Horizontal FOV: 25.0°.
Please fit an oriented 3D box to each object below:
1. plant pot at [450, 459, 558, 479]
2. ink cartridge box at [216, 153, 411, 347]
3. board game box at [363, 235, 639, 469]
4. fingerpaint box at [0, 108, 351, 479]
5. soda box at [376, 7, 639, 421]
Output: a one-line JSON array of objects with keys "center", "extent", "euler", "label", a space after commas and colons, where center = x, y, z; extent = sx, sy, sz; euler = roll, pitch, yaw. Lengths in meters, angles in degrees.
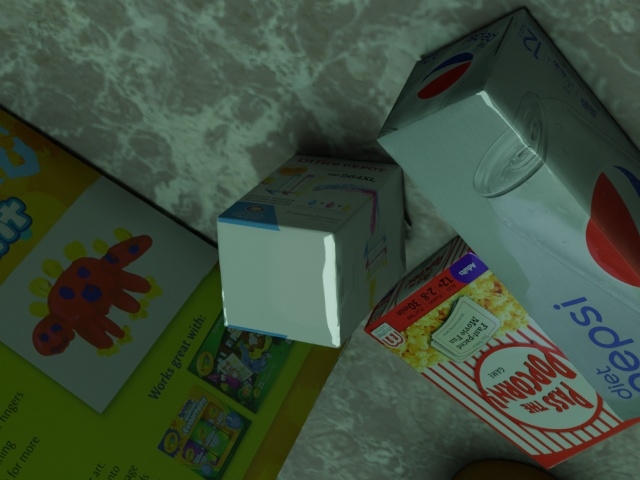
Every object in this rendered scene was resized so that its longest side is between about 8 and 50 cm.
[{"center": [0.142, 0.297, 1.223], "extent": [0.205, 0.188, 0.205], "euler": [15, 137, 15], "label": "plant pot"}, {"center": [0.000, 0.000, 1.044], "extent": [0.092, 0.143, 0.089], "euler": [8, 118, 23], "label": "ink cartridge box"}, {"center": [0.152, 0.082, 1.104], "extent": [0.193, 0.045, 0.147], "euler": [37, 139, -10], "label": "board game box"}, {"center": [-0.239, 0.165, 1.108], "extent": [0.371, 0.444, 0.163], "euler": [33, 140, -5], "label": "fingerpaint box"}, {"center": [0.171, -0.010, 0.963], "extent": [0.098, 0.091, 0.286], "euler": [-22, 119, 42], "label": "soda box"}]
